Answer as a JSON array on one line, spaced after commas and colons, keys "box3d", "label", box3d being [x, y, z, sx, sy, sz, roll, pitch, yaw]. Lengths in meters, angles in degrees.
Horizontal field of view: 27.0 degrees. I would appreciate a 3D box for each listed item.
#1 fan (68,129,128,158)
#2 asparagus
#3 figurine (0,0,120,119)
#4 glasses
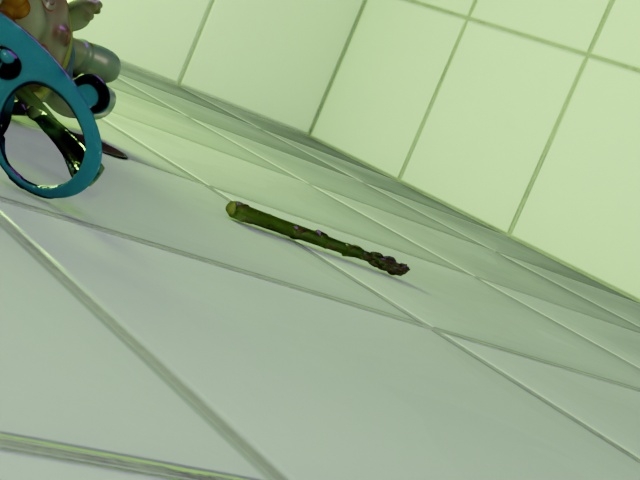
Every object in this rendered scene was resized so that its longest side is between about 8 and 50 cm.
[{"box3d": [-0.295, -0.128, 1.639, 0.133, 0.005, 0.085, 27, 8, 20], "label": "fan"}, {"box3d": [0.000, 0.000, 1.552, 0.248, 0.024, 0.025, 20, 50, -28], "label": "asparagus"}, {"box3d": [-0.374, -0.222, 1.587, 0.205, 0.225, 0.382, 7, -21, 21], "label": "figurine"}, {"box3d": [-0.277, -0.105, 1.185, 0.239, 0.102, 0.207, 39, -23, 14], "label": "glasses"}]
